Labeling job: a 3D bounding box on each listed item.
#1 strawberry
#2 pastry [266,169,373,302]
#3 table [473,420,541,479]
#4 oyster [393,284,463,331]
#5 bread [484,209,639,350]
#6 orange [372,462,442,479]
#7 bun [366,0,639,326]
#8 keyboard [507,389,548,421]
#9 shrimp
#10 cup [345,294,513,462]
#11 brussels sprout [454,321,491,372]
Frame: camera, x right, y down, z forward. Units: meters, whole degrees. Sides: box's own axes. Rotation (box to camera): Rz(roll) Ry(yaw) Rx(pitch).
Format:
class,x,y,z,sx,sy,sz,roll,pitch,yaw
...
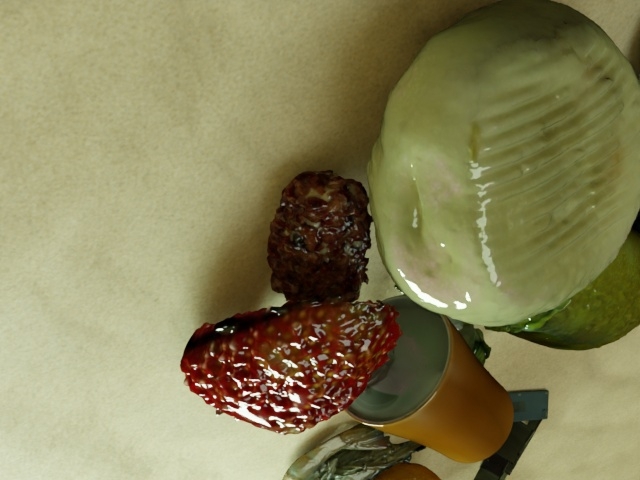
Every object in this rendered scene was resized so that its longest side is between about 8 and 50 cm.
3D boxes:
class,x,y,z,sx,sy,sz,roll,pitch,yaw
strawberry,-0.034,0.152,1.080,0.233,0.138,0.306,5,163,-19
pastry,-0.002,0.001,1.074,0.115,0.097,0.208,-24,142,-21
table,0.357,0.403,1.780,0.175,0.062,0.146,-43,157,-47
oyster,0.174,0.093,1.326,0.146,0.045,0.122,-23,104,-43
bread,0.334,0.037,1.285,0.251,0.208,0.376,-45,145,20
orange,0.127,0.479,1.616,0.224,0.170,0.224,-7,153,-4
bun,0.188,-0.089,1.000,0.361,0.213,0.361,-11,107,-39
keyboard,0.361,0.306,1.706,0.176,0.014,0.055,4,91,-39
shrimp,0.049,0.350,1.517,0.254,0.059,0.145,-25,131,-5
cup,0.131,0.208,1.276,0.226,0.182,0.264,-19,140,31
brussels sprout,0.197,0.196,1.434,0.139,0.100,0.181,-6,142,-9
